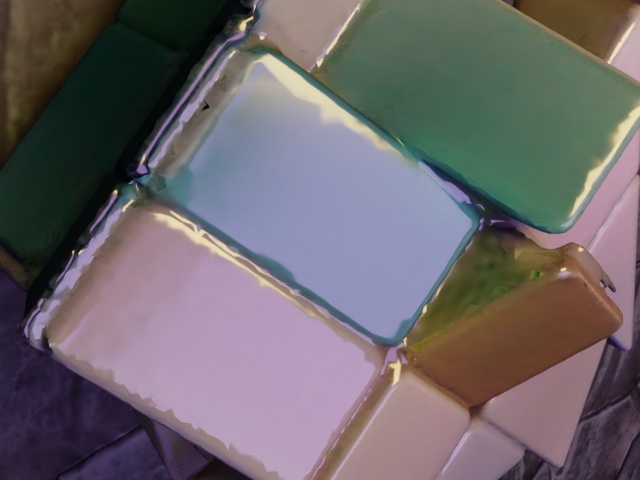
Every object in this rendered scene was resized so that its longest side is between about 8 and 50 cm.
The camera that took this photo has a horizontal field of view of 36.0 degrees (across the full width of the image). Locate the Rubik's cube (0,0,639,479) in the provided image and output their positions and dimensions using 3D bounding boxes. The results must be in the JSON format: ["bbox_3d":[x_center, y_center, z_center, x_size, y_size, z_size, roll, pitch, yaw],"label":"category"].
[{"bbox_3d":[0.000,0.000,0.615,0.387,0.358,0.368,-55,137,-2],"label":"Rubik's cube"}]
